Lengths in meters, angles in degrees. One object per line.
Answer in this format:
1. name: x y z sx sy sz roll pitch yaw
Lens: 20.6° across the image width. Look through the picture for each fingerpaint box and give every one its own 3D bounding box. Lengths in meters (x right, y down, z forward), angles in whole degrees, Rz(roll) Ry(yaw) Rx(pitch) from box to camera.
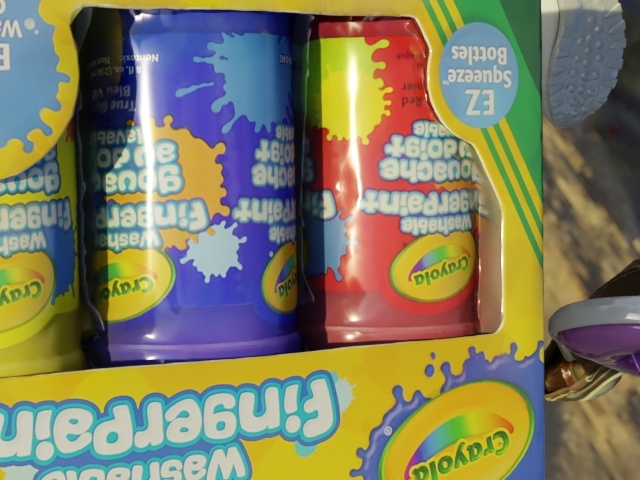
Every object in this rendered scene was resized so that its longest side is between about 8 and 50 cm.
1. fingerpaint box: -0.081 -0.002 1.047 0.445 0.163 0.371 -2 93 -32

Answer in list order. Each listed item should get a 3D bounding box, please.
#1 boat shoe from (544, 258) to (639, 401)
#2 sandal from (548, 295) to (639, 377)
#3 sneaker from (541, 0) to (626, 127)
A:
1. boat shoe: 0.304 0.109 1.932 0.095 0.257 0.095 -8 57 -23
2. sandal: 0.359 0.135 1.452 0.416 0.169 0.102 20 66 -35
3. sneaker: 0.223 -0.219 1.650 0.090 0.235 0.095 -23 35 -28
